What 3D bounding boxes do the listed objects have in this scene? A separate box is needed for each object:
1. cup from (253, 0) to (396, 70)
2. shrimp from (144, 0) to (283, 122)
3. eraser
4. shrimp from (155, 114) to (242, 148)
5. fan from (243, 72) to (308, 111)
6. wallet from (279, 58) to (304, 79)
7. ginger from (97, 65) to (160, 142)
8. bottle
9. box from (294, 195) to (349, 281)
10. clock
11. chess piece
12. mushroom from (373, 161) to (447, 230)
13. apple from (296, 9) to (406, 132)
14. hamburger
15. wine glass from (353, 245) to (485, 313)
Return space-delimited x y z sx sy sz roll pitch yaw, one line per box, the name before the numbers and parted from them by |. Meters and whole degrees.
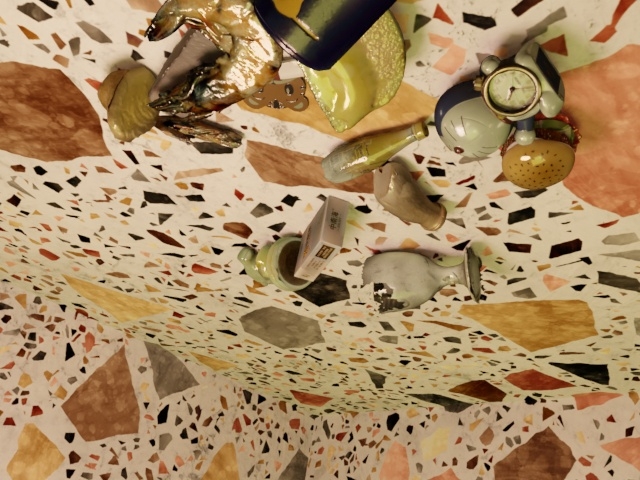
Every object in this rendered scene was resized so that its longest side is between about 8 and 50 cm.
cup | 0.017 -0.429 0.877 0.256 0.254 0.178 -40 151 26
shrimp | -0.232 -0.344 1.081 0.365 0.071 0.233 -14 134 36
eraser | -0.228 -0.374 1.162 0.111 0.077 0.353 25 146 -28
shrimp | -0.285 -0.253 1.346 0.220 0.152 0.046 13 107 -17
fan | -0.104 -0.354 1.220 0.153 0.008 0.226 7 150 6
wallet | -0.046 -0.355 1.184 0.083 0.011 0.044 -6 144 7
ginger | -0.436 -0.292 1.250 0.123 0.193 0.115 -2 142 19
bottle | 0.125 -0.206 1.327 0.270 0.083 0.083 -19 139 33
box | 0.000 0.000 1.642 0.067 0.155 0.243 19 147 -12
clock | 0.336 -0.256 1.111 0.200 0.146 0.243 42 137 -19
chess piece | -0.159 0.082 1.863 0.176 0.175 0.298 30 157 -30
mushroom | 0.217 -0.105 1.457 0.247 0.108 0.096 36 -178 -33
apple | 0.056 -0.354 1.060 0.193 0.120 0.265 -21 129 17
hamburger | 0.451 -0.184 1.206 0.175 0.136 0.175 10 148 7
wine glass | 0.296 0.116 1.720 0.357 0.190 0.190 -9 145 22
